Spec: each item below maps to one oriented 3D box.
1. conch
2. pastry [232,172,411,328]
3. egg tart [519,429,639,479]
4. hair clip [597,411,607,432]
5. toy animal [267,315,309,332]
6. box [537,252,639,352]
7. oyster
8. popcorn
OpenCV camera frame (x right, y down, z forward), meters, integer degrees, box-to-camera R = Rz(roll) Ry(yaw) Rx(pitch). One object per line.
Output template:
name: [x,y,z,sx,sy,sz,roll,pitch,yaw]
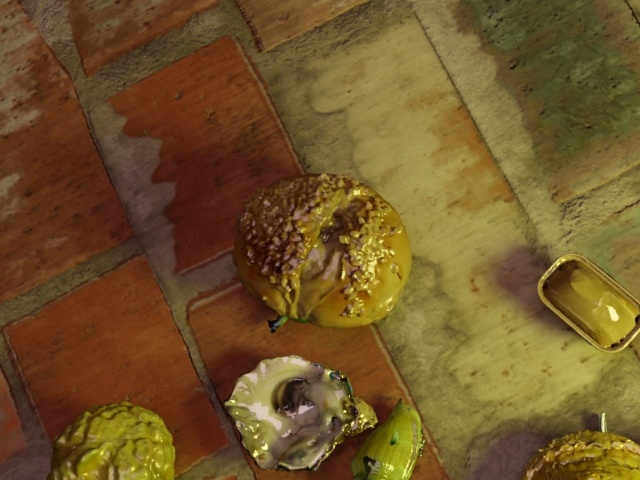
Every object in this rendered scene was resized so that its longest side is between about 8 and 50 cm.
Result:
conch: [0.106,0.365,1.783,0.095,0.079,0.201,42,75,1]
pastry: [0.000,0.000,1.829,0.316,0.184,0.284,24,62,13]
egg tart: [0.431,0.438,1.645,0.294,0.123,0.294,-1,84,14]
hair clip: [0.471,0.334,1.741,0.039,0.030,0.115,-7,73,-11]
toy animal: [0.007,0.101,1.902,0.217,0.041,0.075,-16,68,1]
box: [0.444,0.106,1.776,0.177,0.111,0.111,41,84,20]
oyster: [-0.043,0.290,1.829,0.214,0.083,0.223,-38,64,-5]
popcorn: [-0.352,0.406,1.803,0.206,0.251,0.237,10,38,-9]
